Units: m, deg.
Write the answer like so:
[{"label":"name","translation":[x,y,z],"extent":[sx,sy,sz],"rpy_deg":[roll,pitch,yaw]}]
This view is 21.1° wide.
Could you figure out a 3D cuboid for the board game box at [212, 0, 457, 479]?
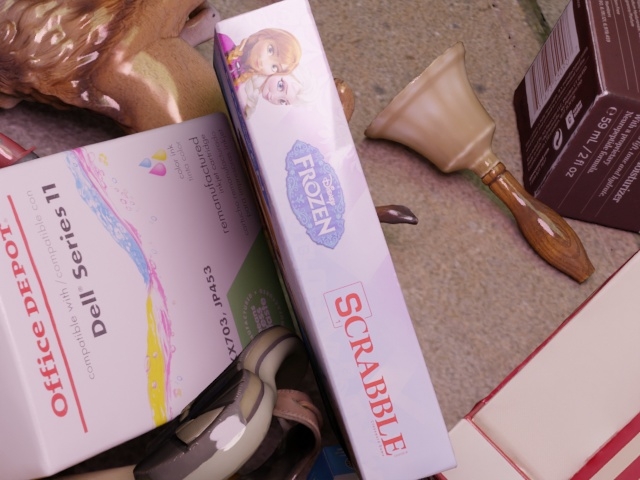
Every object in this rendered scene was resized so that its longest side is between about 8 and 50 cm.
[{"label":"board game box","translation":[0.000,0.000,1.234],"extent":[0.066,0.318,0.318],"rpy_deg":[-18,92,-3]}]

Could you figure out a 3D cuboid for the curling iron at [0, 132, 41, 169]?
[{"label":"curling iron","translation":[-0.254,-0.070,1.411],"extent":[0.274,0.035,0.068],"rpy_deg":[34,3,-9]}]

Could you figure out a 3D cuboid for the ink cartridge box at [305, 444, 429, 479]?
[{"label":"ink cartridge box","translation":[0.052,0.218,1.319],"extent":[0.088,0.052,0.122],"rpy_deg":[-3,51,-27]}]

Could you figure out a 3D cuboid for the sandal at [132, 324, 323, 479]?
[{"label":"sandal","translation":[-0.051,0.133,1.112],"extent":[0.086,0.120,0.303],"rpy_deg":[45,8,-1]}]

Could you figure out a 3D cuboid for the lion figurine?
[{"label":"lion figurine","translation":[-0.118,-0.103,1.470],"extent":[0.392,0.142,0.240],"rpy_deg":[45,54,11]}]

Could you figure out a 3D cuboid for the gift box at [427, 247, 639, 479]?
[{"label":"gift box","translation":[0.245,0.170,1.290],"extent":[0.255,0.258,0.276],"rpy_deg":[47,9,13]}]

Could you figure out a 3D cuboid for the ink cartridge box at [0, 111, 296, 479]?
[{"label":"ink cartridge box","translation":[-0.184,0.047,1.205],"extent":[0.353,0.119,0.207],"rpy_deg":[-22,95,-51]}]

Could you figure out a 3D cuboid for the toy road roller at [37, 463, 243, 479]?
[{"label":"toy road roller","translation":[-0.093,0.301,1.111],"extent":[0.202,0.240,0.329],"rpy_deg":[-5,16,-29]}]

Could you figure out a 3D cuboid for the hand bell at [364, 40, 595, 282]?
[{"label":"hand bell","translation":[0.167,-0.055,1.600],"extent":[0.242,0.126,0.126],"rpy_deg":[47,47,3]}]

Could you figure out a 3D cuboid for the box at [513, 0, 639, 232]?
[{"label":"box","translation":[0.316,-0.121,1.664],"extent":[0.203,0.168,0.167],"rpy_deg":[12,46,-14]}]
